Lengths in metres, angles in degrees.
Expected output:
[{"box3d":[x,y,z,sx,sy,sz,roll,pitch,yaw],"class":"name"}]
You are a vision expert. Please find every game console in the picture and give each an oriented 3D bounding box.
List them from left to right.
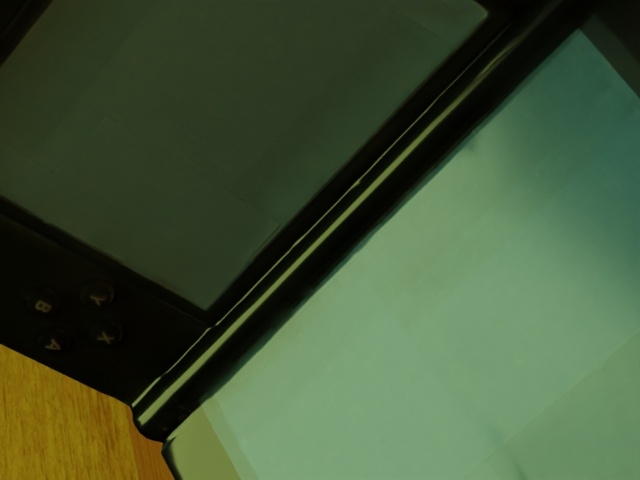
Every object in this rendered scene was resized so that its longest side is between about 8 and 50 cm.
[{"box3d":[0.000,0.000,0.432,0.293,0.250,0.173,-46,31,23],"class":"game console"}]
